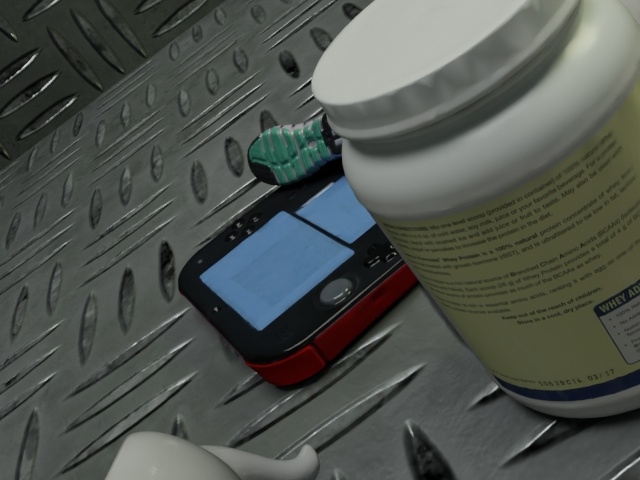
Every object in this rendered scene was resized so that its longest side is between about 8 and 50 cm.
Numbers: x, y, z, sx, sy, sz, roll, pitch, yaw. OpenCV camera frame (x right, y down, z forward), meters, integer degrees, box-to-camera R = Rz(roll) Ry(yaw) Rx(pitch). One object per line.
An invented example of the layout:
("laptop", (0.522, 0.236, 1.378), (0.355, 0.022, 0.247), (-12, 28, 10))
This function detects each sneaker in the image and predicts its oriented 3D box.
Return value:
("sneaker", (0.001, -0.131, 1.269), (0.223, 0.083, 0.098), (-13, 3, 41))

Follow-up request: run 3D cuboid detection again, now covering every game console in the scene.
("game console", (0.000, 0.000, 1.140), (0.342, 0.060, 0.386), (-43, 27, -8))

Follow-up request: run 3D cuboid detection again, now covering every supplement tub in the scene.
("supplement tub", (0.164, -0.046, 0.707), (0.235, 0.325, 0.235), (-29, 28, 17))

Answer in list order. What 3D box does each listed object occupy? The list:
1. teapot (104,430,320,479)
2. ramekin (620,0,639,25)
("teapot", (-0.112, 0.287, 0.705), (0.256, 0.187, 0.252), (-63, 5, 7))
("ramekin", (0.293, -0.202, 0.940), (0.109, 0.207, 0.207), (-37, 25, 25))
